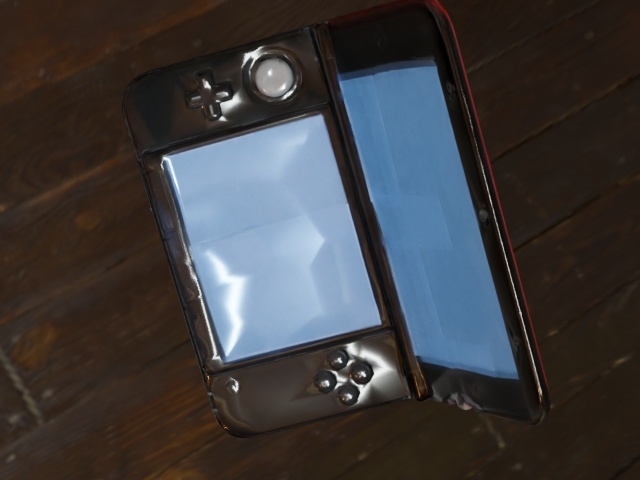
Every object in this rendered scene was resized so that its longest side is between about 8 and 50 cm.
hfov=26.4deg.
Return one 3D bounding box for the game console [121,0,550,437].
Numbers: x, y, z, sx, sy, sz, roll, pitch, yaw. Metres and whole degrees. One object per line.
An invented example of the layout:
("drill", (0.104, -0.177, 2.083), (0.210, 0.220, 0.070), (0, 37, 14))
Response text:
("game console", (0.000, 0.000, 0.468), (0.124, 0.085, 0.144), (-15, 98, 6))
